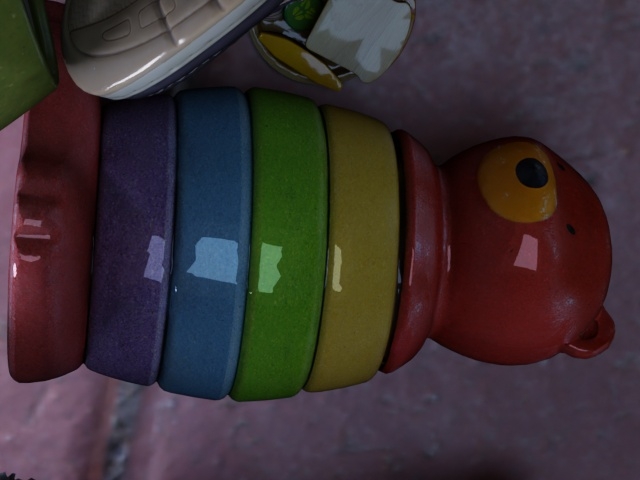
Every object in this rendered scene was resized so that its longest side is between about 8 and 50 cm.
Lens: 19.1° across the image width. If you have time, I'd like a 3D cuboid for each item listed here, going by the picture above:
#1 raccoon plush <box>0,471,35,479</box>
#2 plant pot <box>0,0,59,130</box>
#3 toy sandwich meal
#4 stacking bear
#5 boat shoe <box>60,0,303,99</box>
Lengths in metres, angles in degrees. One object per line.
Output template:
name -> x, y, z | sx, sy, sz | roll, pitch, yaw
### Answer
raccoon plush -> -0.101, 0.135, 0.912 | 0.446, 0.216, 0.299 | -32, 133, -25
plant pot -> -0.269, -0.088, 0.794 | 0.293, 0.275, 0.274 | -15, 109, -2
toy sandwich meal -> 0.005, -0.112, 0.954 | 0.086, 0.029, 0.085 | -2, 108, -7
stacking bear -> 0.000, 0.000, 0.920 | 0.289, 0.175, 0.164 | 4, 137, -7
boat shoe -> 0.007, -0.155, 0.813 | 0.285, 0.103, 0.092 | -44, 142, 17
